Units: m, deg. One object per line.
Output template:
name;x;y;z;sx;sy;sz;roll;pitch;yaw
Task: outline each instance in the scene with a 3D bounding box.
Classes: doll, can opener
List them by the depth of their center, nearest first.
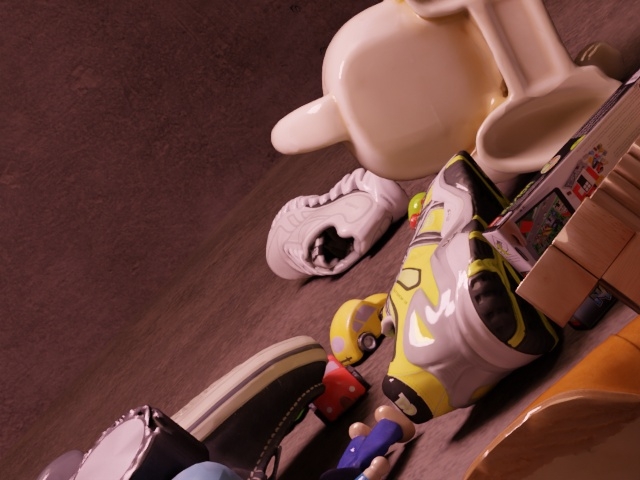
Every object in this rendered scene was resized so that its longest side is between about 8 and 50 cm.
doll;0.020;0.213;1.587;0.129;0.046;0.189;-38;10;41
can opener;-0.394;0.397;2.466;0.283;0.095;0.076;-46;8;-16

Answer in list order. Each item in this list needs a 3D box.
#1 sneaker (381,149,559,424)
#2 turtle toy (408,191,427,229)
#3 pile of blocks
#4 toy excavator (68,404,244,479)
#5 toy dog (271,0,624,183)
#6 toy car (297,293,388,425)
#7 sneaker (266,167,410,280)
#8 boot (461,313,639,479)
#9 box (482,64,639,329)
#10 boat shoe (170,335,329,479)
sneaker;0.116;0.033;1.683;0.147;0.145;0.385;-41;8;17
turtle toy;0.138;-0.027;2.127;0.095;0.066;0.130;-46;9;-11
pile of blocks;0.270;-0.023;1.412;0.362;0.112;0.149;-46;-11;-38
toy excavator;-0.052;0.287;1.185;0.433;0.222;0.445;-42;22;12
toy dog;0.154;-0.174;2.123;0.395;0.284;0.408;-35;1;7
toy car;-0.020;0.156;2.025;0.225;0.053;0.239;-39;10;29
sneaker;0.000;0.000;2.550;0.292;0.110;0.118;-33;23;54
boot;0.222;0.078;1.168;0.295;0.104;0.211;-36;6;19
box;0.242;-0.039;1.540;0.207;0.114;0.036;-45;8;-14
boat shoe;-0.124;0.252;1.727;0.187;0.156;0.500;-41;2;39
